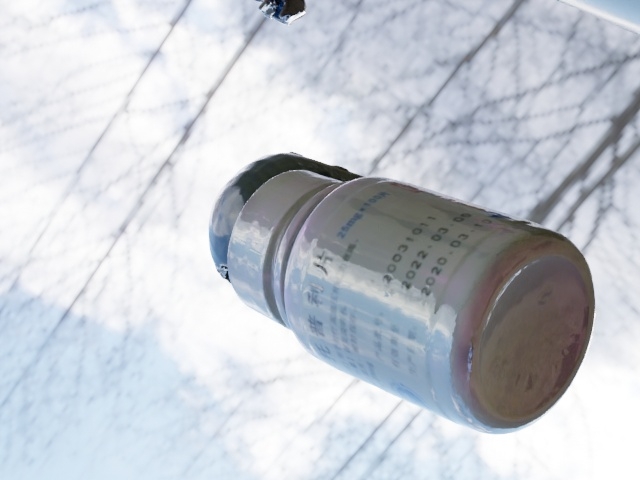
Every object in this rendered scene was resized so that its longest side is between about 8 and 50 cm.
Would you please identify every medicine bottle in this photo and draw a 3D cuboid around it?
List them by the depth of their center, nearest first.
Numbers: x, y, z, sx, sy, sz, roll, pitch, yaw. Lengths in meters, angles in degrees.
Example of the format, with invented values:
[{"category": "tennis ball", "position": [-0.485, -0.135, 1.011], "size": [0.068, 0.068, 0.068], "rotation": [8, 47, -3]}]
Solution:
[{"category": "medicine bottle", "position": [0.066, 0.037, 1.278], "size": [0.170, 0.170, 0.293], "rotation": [6, -169, -45]}]

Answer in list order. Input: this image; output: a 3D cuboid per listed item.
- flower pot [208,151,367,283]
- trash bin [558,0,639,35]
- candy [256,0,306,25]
[{"category": "flower pot", "position": [0.000, 0.000, 1.584], "size": [0.243, 0.157, 0.189], "rotation": [16, -176, -40]}, {"category": "trash bin", "position": [0.380, -0.306, 1.488], "size": [0.280, 0.280, 0.432], "rotation": [25, -172, -24]}, {"category": "candy", "position": [-0.013, -0.252, 1.254], "size": [0.051, 0.226, 0.094], "rotation": [-11, -106, -30]}]
